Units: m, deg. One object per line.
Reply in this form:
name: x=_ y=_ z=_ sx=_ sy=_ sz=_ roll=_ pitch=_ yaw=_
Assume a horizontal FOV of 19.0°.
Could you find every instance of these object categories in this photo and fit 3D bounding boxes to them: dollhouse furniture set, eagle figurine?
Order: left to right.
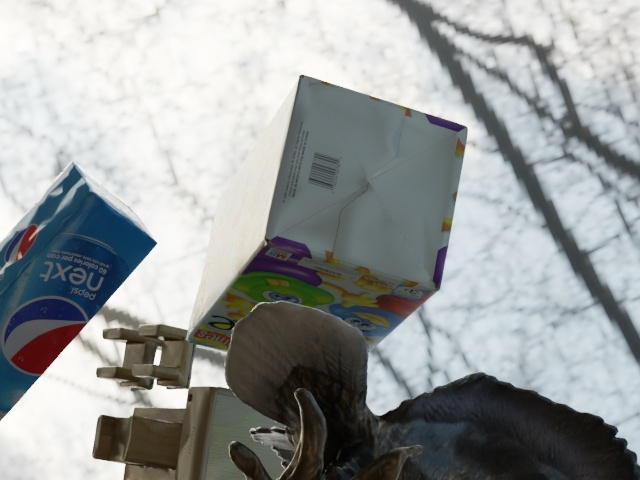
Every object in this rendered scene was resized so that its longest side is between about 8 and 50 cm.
dollhouse furniture set: x=-0.099 y=0.196 z=1.772 sx=0.242 sy=0.161 sz=0.212 roll=-6 pitch=-107 yaw=57
eagle figurine: x=0.049 y=0.174 z=1.214 sx=0.226 sy=0.298 sz=0.225 roll=35 pitch=-75 yaw=27

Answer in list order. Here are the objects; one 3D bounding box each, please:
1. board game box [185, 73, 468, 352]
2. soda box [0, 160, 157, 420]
board game box: x=0.000 y=0.000 z=1.551 sx=0.275 sy=0.142 sz=0.144 roll=131 pitch=-27 yaw=-65
soda box: x=-0.216 y=0.050 z=1.369 sx=0.210 sy=0.067 sz=0.071 roll=-49 pitch=-151 yaw=3
